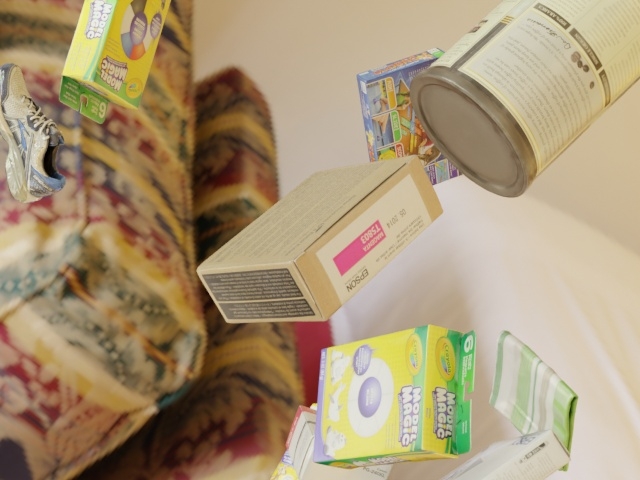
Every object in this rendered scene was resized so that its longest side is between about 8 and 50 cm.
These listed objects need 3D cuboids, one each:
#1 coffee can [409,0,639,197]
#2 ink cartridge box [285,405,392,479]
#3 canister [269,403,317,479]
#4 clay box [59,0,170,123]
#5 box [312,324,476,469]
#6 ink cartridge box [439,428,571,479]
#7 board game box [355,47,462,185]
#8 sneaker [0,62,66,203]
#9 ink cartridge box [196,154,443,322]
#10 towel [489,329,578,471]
[{"bbox_3d":[0.281,-0.218,1.683,0.201,0.275,0.201,43,-16,15],"label":"coffee can"},{"bbox_3d":[0.021,0.272,1.663,0.109,0.063,0.150,21,5,-9],"label":"ink cartridge box"},{"bbox_3d":[0.001,0.322,1.795,0.126,0.170,0.073,20,-22,29],"label":"canister"},{"bbox_3d":[-0.254,-0.262,1.654,0.053,0.222,0.127,13,-5,20],"label":"clay box"},{"bbox_3d":[0.062,0.132,1.083,0.043,0.179,0.105,16,69,-33],"label":"box"},{"bbox_3d":[0.151,0.297,1.470,0.045,0.224,0.223,55,-15,5],"label":"ink cartridge box"},{"bbox_3d":[0.133,-0.168,1.919,0.136,0.201,0.035,-20,31,-17],"label":"board game box"},{"bbox_3d":[-0.275,-0.106,1.260,0.052,0.058,0.135,-39,119,-67],"label":"sneaker"},{"bbox_3d":[0.000,0.000,1.553,0.234,0.193,0.088,-40,112,-34],"label":"ink cartridge box"},{"bbox_3d":[0.247,0.187,1.531,0.023,0.113,0.152,-12,30,-21],"label":"towel"}]
